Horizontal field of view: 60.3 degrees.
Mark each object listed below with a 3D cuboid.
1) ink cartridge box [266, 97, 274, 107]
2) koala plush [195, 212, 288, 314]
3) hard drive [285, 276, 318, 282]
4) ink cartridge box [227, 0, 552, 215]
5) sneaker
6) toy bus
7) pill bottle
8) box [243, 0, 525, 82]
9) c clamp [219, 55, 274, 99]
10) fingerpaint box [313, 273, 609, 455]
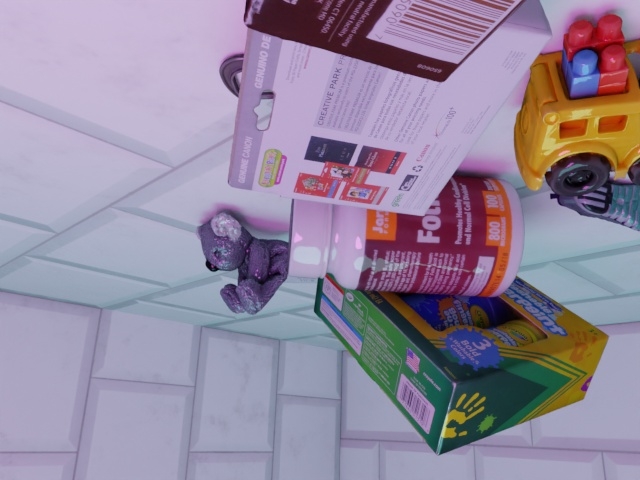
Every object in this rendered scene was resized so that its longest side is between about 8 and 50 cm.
[{"bbox_3d":[-0.033,-0.187,0.764,0.048,0.028,0.083,23,148,-39],"label":"ink cartridge box"},{"bbox_3d":[-0.189,0.029,1.275,0.221,0.203,0.196,44,159,-12],"label":"koala plush"},{"bbox_3d":[0.036,0.074,1.548,0.353,0.047,0.233,0,161,7],"label":"hard drive"},{"bbox_3d":[0.044,-0.175,0.623,0.272,0.130,0.309,6,149,-12],"label":"ink cartridge box"},{"bbox_3d":[0.557,-0.072,1.063,0.224,0.083,0.098,15,178,-21],"label":"sneaker"},{"bbox_3d":[0.362,-0.177,0.679,0.220,0.149,0.211,-4,144,12],"label":"toy bus"},{"bbox_3d":[0.141,-0.017,1.007,0.392,0.224,0.224,3,161,-5],"label":"pill bottle"},{"bbox_3d":[0.054,-0.250,0.367,0.167,0.203,0.168,9,160,-18],"label":"box"},{"bbox_3d":[-0.056,-0.212,0.766,0.161,0.022,0.137,2,161,-1],"label":"c clamp"},{"bbox_3d":[0.254,0.163,1.109,0.371,0.163,0.445,-7,-151,-27],"label":"fingerpaint box"}]
